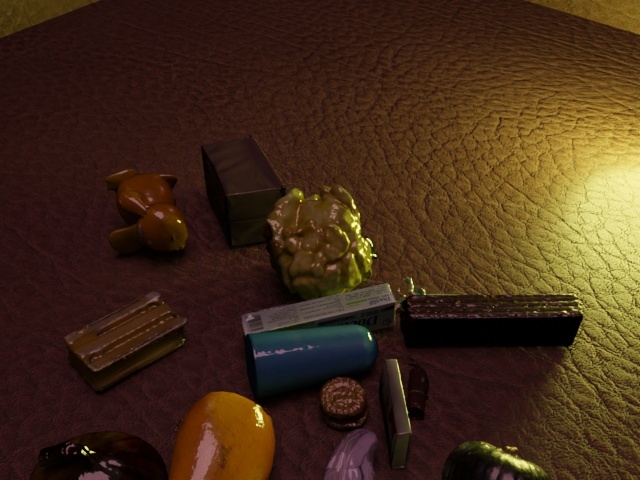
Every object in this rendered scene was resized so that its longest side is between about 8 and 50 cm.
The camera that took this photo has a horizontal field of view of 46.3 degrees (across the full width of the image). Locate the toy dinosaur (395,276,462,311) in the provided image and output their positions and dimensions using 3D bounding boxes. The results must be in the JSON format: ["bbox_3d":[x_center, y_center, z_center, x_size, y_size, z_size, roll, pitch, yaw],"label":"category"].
[{"bbox_3d":[0.226,0.146,1.724,0.187,0.044,0.106,16,49,5],"label":"toy dinosaur"}]

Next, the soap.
[{"bbox_3d":[-0.412,0.213,1.603,0.233,0.076,0.135,-30,49,-32],"label":"soap"}]

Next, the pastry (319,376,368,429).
[{"bbox_3d":[0.046,0.325,1.496,0.097,0.057,0.109,-25,46,-25],"label":"pastry"}]

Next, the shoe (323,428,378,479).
[{"bbox_3d":[0.066,0.450,1.331,0.138,0.095,0.245,22,48,17],"label":"shoe"}]

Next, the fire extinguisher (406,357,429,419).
[{"bbox_3d":[0.200,0.302,1.539,0.056,0.039,0.132,32,39,-15],"label":"fire extinguisher"}]

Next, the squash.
[{"bbox_3d":[0.303,0.428,1.290,0.156,0.193,0.193,-47,53,-3],"label":"squash"}]

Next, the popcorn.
[{"bbox_3d":[-0.008,0.003,1.728,0.237,0.293,0.293,-20,42,4],"label":"popcorn"}]

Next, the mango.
[{"bbox_3d":[-0.176,0.404,1.317,0.138,0.187,0.257,-21,39,33],"label":"mango"}]

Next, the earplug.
[{"bbox_3d":[-0.011,0.238,1.550,0.273,0.132,0.132,-7,41,-15],"label":"earplug"}]

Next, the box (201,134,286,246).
[{"bbox_3d":[-0.200,-0.126,1.919,0.153,0.188,0.252,-13,45,-16],"label":"box"}]

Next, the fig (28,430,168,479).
[{"bbox_3d":[-0.376,0.429,1.265,0.235,0.214,0.235,21,33,-15],"label":"fig"}]

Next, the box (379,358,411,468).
[{"bbox_3d":[0.142,0.332,1.445,0.036,0.115,0.177,-1,40,-4],"label":"box"}]

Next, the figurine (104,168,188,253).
[{"bbox_3d":[-0.424,-0.069,1.853,0.215,0.215,0.228,-3,54,-5],"label":"figurine"}]

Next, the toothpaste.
[{"bbox_3d":[-0.002,0.173,1.638,0.337,0.081,0.067,-11,43,-9],"label":"toothpaste"}]

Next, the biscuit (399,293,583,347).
[{"bbox_3d":[0.368,0.177,1.636,0.388,0.107,0.073,0,44,-1],"label":"biscuit"}]
